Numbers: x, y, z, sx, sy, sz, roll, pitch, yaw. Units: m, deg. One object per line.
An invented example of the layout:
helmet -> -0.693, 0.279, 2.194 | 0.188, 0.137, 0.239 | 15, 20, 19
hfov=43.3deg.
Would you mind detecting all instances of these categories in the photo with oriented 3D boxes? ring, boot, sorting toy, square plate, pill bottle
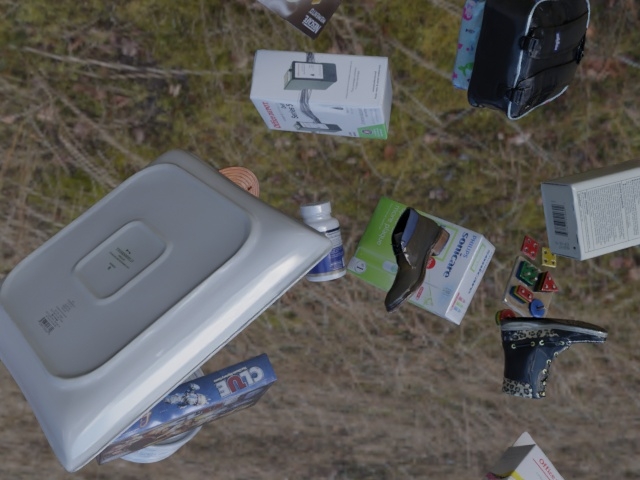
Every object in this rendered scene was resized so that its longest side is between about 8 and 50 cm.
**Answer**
ring -> -0.297, -0.061, 2.126 | 0.032, 0.336, 0.336 | 41, 168, 26
boot -> 0.523, 0.268, 1.826 | 0.237, 0.178, 0.085 | 3, -177, 19
boot -> 0.166, 0.036, 1.638 | 0.106, 0.219, 0.082 | 41, 157, -16
sorting toy -> 0.526, 0.115, 1.977 | 0.132, 0.274, 0.046 | 35, 154, -18
square plate -> -0.213, 0.037, 0.906 | 0.347, 0.344, 0.049 | 32, 157, 46
pill bottle -> 0.000, 0.000, 1.809 | 0.094, 0.169, 0.094 | -9, -171, 1

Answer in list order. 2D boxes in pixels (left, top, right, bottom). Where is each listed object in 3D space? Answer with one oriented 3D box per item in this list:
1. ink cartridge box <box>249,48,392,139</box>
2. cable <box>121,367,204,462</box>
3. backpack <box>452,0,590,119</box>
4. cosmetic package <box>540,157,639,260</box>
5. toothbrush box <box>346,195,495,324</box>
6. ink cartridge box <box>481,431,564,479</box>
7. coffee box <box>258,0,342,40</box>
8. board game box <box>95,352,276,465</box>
ink cartridge box -> 0.007, -0.306, 1.697 | 0.273, 0.114, 0.198 | 6, 169, 10
cable -> -0.325, 0.268, 1.435 | 0.257, 0.257, 0.089 | 33, 124, -13
backpack -> 0.369, -0.352, 1.457 | 0.254, 0.191, 0.225 | -22, 130, -36
cosmetic package -> 0.622, -0.075, 1.655 | 0.310, 0.160, 0.113 | -13, -169, -17
toothbrush box -> 0.238, 0.045, 1.926 | 0.283, 0.206, 0.122 | 25, 176, 30
ink cartridge box -> 0.303, 0.385, 1.198 | 0.115, 0.198, 0.067 | 52, 148, -3
coffee box -> -0.048, -0.453, 1.370 | 0.141, 0.098, 0.246 | -52, 163, 11
board game box -> -0.193, 0.236, 1.117 | 0.243, 0.042, 0.165 | -18, 163, -22
